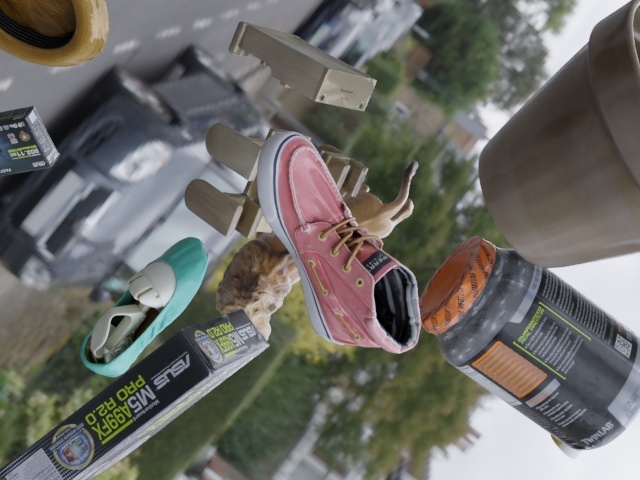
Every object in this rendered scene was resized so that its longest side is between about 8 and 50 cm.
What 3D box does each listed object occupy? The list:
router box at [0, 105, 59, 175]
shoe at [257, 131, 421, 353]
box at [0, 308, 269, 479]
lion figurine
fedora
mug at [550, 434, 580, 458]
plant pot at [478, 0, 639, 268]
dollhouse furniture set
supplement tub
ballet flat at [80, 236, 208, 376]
[{"bbox_3d":[-0.475,-0.149,1.918,0.123,0.092,0.038,-8,-144,21],"label":"router box"},{"bbox_3d":[0.018,0.003,0.906,0.081,0.178,0.063,8,-143,44],"label":"shoe"},{"bbox_3d":[-0.203,0.187,1.410,0.270,0.060,0.216,-38,173,12],"label":"box"},{"bbox_3d":[0.000,0.000,2.034,0.392,0.142,0.240,-37,-173,8],"label":"lion figurine"},{"bbox_3d":[-0.275,-0.259,1.203,0.194,0.194,0.079,-50,-172,49],"label":"fedora"},{"bbox_3d":[0.451,0.344,2.244,0.064,0.078,0.062,-46,-152,16],"label":"mug"},{"bbox_3d":[0.367,-0.101,1.591,0.280,0.323,0.323,-30,-165,34],"label":"plant pot"},{"bbox_3d":[-0.059,-0.131,1.596,0.212,0.161,0.242,5,114,-51],"label":"dollhouse furniture set"},{"bbox_3d":[0.304,0.142,1.785,0.193,0.316,0.193,-51,-169,14],"label":"supplement tub"},{"bbox_3d":[-0.252,0.096,1.760,0.247,0.083,0.087,-51,154,13],"label":"ballet flat"}]
